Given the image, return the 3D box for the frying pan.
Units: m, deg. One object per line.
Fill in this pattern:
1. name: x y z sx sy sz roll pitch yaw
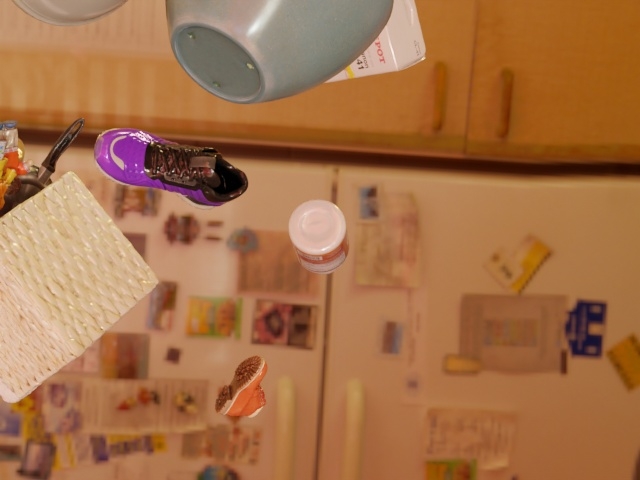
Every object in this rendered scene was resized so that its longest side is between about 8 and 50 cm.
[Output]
1. frying pan: -0.631 -0.115 2.407 0.053 0.326 0.197 42 158 42

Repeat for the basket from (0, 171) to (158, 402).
1. basket: -0.571 0.092 2.193 0.266 0.331 0.328 -28 12 38

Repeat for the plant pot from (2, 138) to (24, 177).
1. plant pot: -0.706 -0.141 2.144 0.236 0.236 0.032 -94 -18 -46

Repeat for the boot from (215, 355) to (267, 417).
1. boot: -0.131 0.284 2.062 0.158 0.084 0.059 -53 28 32

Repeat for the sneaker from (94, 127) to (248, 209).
1. sneaker: -0.247 -0.134 1.871 0.146 0.293 0.102 -4 74 47

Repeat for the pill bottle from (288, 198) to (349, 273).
1. pill bottle: 0.000 0.000 2.276 0.216 0.121 0.121 76 -166 -73

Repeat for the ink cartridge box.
1. ink cartridge box: 0.049 -0.467 2.315 0.131 0.306 0.226 -34 -66 -46

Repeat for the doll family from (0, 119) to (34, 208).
1. doll family: -0.647 -0.119 1.904 0.118 0.262 0.163 -118 27 -68

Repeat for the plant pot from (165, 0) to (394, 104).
1. plant pot: -0.081 -0.285 1.333 0.195 0.290 0.290 -58 -7 -28

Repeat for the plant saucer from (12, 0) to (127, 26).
1. plant saucer: -0.432 -0.588 2.046 0.100 0.400 0.401 34 132 32
